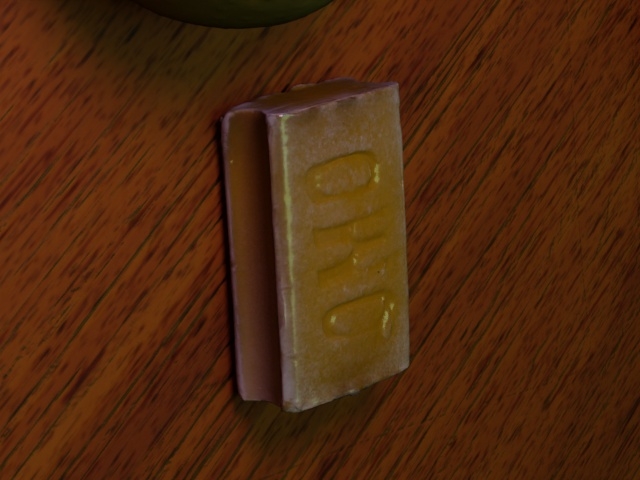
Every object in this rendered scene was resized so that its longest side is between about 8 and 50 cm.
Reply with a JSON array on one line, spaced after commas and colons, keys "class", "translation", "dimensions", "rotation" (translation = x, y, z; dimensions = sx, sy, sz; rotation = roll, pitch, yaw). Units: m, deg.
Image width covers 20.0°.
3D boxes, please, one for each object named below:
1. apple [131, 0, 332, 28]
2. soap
[{"class": "apple", "translation": [-0.026, -0.342, 1.372], "dimensions": [0.311, 0.360, 0.320], "rotation": [-2, 67, -14]}, {"class": "soap", "translation": [0.000, 0.000, 1.636], "dimensions": [0.173, 0.089, 0.274], "rotation": [-19, 112, -42]}]
